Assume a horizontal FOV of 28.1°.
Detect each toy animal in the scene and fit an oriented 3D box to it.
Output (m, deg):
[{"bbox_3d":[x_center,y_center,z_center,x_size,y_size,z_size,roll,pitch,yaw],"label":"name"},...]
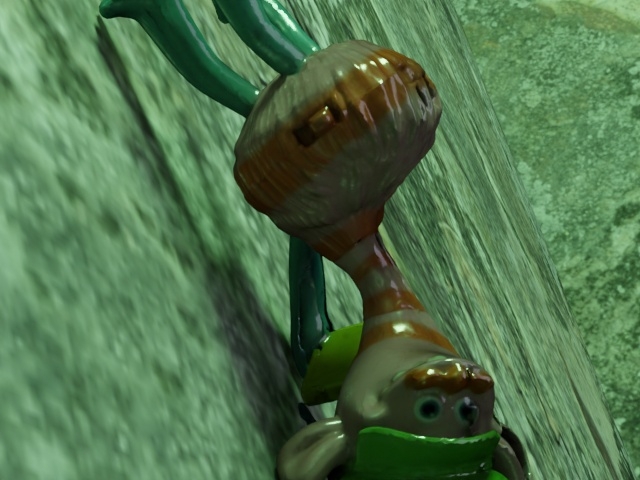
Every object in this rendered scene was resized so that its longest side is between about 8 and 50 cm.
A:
[{"bbox_3d":[0.000,0.000,0.424,0.208,0.100,0.103,65,-26,3],"label":"toy animal"}]
